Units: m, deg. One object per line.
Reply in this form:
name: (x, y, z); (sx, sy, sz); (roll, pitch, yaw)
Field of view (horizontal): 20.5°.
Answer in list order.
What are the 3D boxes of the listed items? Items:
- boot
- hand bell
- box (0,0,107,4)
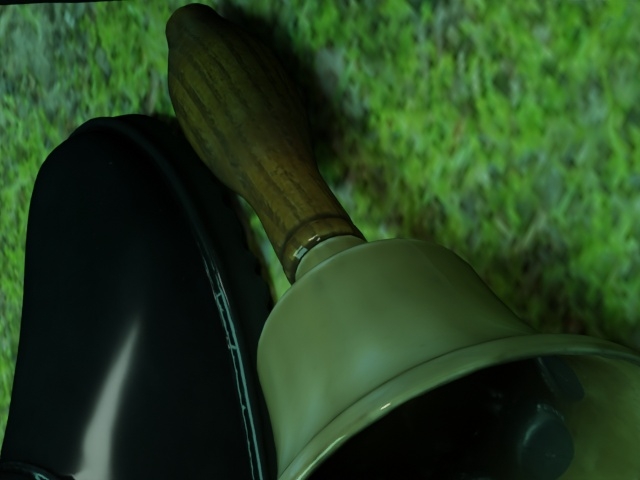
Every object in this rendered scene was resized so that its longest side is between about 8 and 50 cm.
boot: (-0.111, 0.078, 0.574); (0.094, 0.207, 0.246); (-35, 69, 51)
hand bell: (0.000, 0.000, 0.522); (0.242, 0.126, 0.126); (61, 141, 46)
box: (-0.240, -0.294, 0.446); (0.297, 0.472, 0.480); (12, 107, 51)
